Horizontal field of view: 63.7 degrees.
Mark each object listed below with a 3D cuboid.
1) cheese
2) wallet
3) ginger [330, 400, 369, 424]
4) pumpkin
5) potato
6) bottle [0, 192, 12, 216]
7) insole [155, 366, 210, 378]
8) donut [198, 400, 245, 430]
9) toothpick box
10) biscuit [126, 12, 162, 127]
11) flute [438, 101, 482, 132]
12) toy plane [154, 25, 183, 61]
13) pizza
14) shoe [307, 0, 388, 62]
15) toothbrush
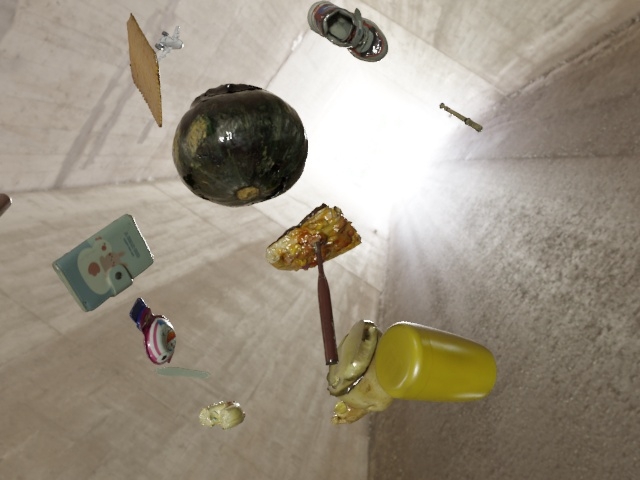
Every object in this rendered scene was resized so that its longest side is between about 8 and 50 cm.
[{"bbox_3d":[-0.499,0.276,1.551,0.155,0.062,0.244,-80,-24,-50],"label":"cheese"},{"bbox_3d":[-0.798,0.087,1.934,0.360,0.083,0.252,-46,-51,-43],"label":"wallet"},{"bbox_3d":[0.132,0.625,1.996,0.216,0.157,0.102,-59,34,12],"label":"ginger"},{"bbox_3d":[-0.260,-0.292,1.694,0.454,0.455,0.343,120,147,-55],"label":"pumpkin"},{"bbox_3d":[0.159,0.427,1.670,0.242,0.243,0.285,-58,11,34],"label":"potato"},{"bbox_3d":[-0.983,-0.088,1.547,0.053,0.053,0.140,-58,19,32],"label":"bottle"},{"bbox_3d":[-0.381,0.368,1.431,0.053,0.153,0.002,-50,37,36],"label":"insole"},{"bbox_3d":[-0.297,0.543,1.615,0.108,0.065,0.166,-11,-3,-44],"label":"donut"},{"bbox_3d":[0.284,0.300,1.234,0.175,0.272,0.174,-42,41,51],"label":"toothpick box"},{"bbox_3d":[-0.459,-0.445,1.344,0.013,0.232,0.236,-20,-27,-26],"label":"biscuit"},{"bbox_3d":[0.461,-0.407,1.698,0.027,0.027,0.233,-57,35,18],"label":"flute"},{"bbox_3d":[-0.519,-0.675,1.765,0.171,0.066,0.162,15,76,54],"label":"toy plane"},{"bbox_3d":[0.000,0.000,1.697,0.409,0.114,0.277,-11,-35,-46],"label":"pizza"},{"bbox_3d":[0.080,-0.518,1.274,0.099,0.228,0.125,-65,19,14],"label":"shoe"},{"bbox_3d":[0.011,0.162,1.417,0.041,0.041,0.363,120,148,-57],"label":"toothbrush"}]
